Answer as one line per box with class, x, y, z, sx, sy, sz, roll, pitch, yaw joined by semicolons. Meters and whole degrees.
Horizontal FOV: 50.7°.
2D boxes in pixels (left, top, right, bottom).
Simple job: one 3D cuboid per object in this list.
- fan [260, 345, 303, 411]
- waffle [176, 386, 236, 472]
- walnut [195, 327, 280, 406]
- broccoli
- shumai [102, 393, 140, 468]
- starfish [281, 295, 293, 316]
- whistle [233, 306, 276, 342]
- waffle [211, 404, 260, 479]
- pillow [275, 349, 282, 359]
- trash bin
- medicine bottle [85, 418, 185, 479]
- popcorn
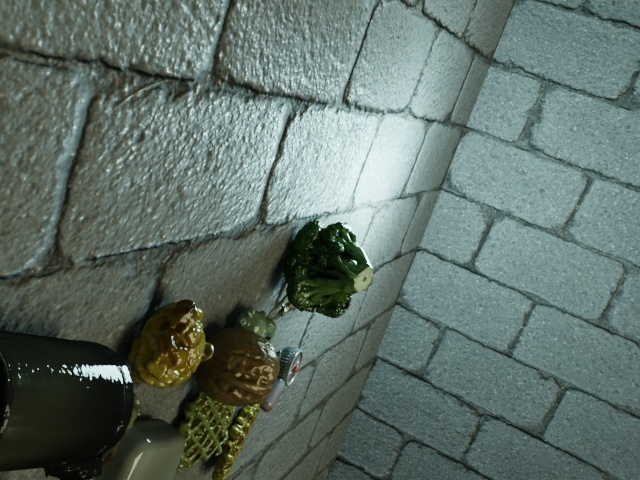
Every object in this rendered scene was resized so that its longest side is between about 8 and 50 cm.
fan;-0.131;0.463;2.251;0.130;0.074;0.244;92;23;-50
waffle;-0.301;0.490;1.871;0.317;0.073;0.297;-4;116;-69
walnut;-0.213;0.318;1.704;0.213;0.213;0.213;-52;157;-33
broccoli;0.031;0.089;1.985;0.308;0.275;0.307;-12;112;-32
shumai;-0.429;0.319;1.262;0.153;0.162;0.209;-91;180;-84
starfish;-0.064;0.157;2.154;0.223;0.050;0.216;-55;150;-42
whistle;-0.180;0.245;1.867;0.110;0.092;0.244;-64;159;-9
waffle;-0.265;0.629;2.114;0.249;0.056;0.253;-57;169;-62
pillow;-0.173;0.405;2.130;0.135;0.055;0.091;-46;155;-40
trash bin;-0.441;0.238;0.997;0.301;0.203;0.251;42;34;-69
medicine bottle;-0.453;0.588;1.513;0.375;0.123;0.282;-64;159;-2
popcorn;-0.316;0.220;1.423;0.163;0.140;0.194;66;40;-55
